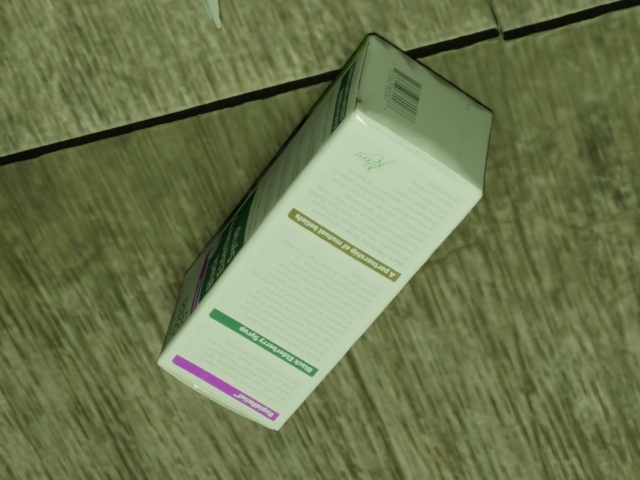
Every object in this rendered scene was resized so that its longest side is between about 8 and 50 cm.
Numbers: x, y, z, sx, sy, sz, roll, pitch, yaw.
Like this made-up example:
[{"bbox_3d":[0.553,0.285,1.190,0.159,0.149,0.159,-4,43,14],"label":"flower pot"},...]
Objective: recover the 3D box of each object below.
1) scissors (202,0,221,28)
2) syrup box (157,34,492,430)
[{"bbox_3d":[-0.082,-0.254,1.032,0.109,0.021,0.297,-18,118,19],"label":"scissors"},{"bbox_3d":[0.000,0.000,1.152,0.096,0.093,0.237,32,124,-13],"label":"syrup box"}]
